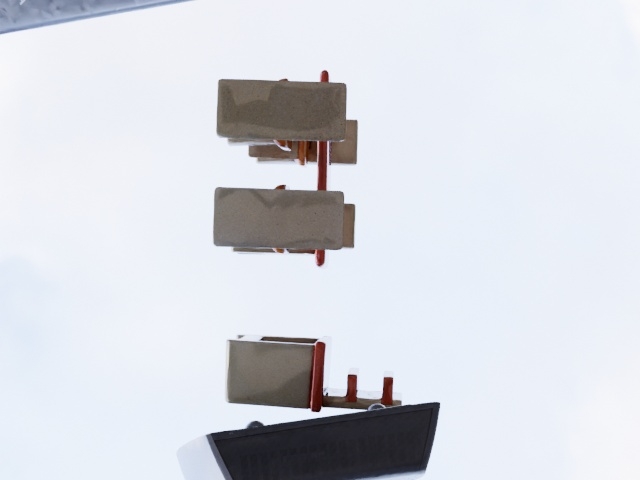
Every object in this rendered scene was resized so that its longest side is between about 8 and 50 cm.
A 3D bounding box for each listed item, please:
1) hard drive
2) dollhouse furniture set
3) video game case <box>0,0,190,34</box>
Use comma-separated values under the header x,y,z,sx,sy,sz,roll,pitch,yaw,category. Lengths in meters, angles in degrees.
x,y,z,sx,sy,sz,roll,pitch,yaw,category
-0.015,0.158,0.975,0.172,0.255,0.054,-6,-101,-11,hard drive
0.000,0.000,1.062,0.135,0.262,0.259,2,-91,3,dollhouse furniture set
-0.107,-0.181,0.545,0.026,0.274,0.196,-69,-34,-50,video game case
